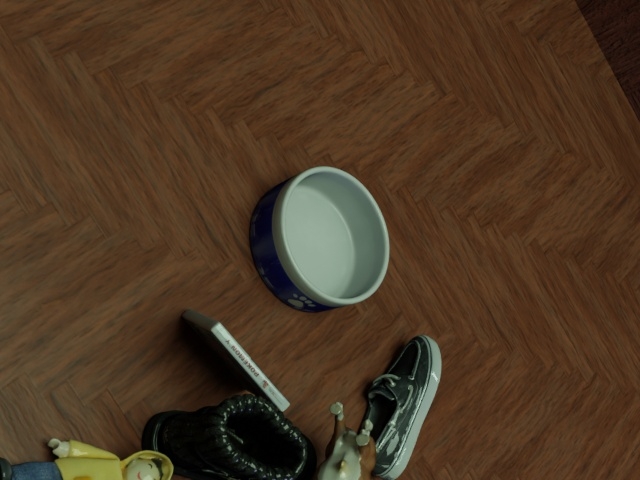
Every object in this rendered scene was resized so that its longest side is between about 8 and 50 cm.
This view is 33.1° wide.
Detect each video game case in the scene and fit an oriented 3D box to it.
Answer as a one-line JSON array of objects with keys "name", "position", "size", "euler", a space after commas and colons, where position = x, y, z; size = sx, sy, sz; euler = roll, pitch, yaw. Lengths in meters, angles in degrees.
[{"name": "video game case", "position": [-0.144, 0.196, 1.788], "size": [0.023, 0.201, 0.183], "euler": [-43, 106, -14]}]

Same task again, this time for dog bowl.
[{"name": "dog bowl", "position": [0.000, 0.000, 2.034], "size": [0.265, 0.104, 0.265], "euler": [15, 67, -37]}]

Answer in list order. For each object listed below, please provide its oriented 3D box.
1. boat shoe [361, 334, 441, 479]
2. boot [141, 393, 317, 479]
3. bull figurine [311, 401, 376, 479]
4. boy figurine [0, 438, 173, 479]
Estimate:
[{"name": "boat shoe", "position": [0.141, 0.301, 2.061], "size": [0.102, 0.108, 0.301], "euler": [37, 62, -28]}, {"name": "boot", "position": [-0.088, 0.338, 1.738], "size": [0.348, 0.260, 0.131], "euler": [15, 67, -36]}, {"name": "bull figurine", "position": [0.028, 0.427, 1.788], "size": [0.188, 0.101, 0.310], "euler": [87, 14, -49]}, {"name": "boy figurine", "position": [-0.347, 0.374, 1.605], "size": [0.285, 0.092, 0.177], "euler": [4, 49, -36]}]
